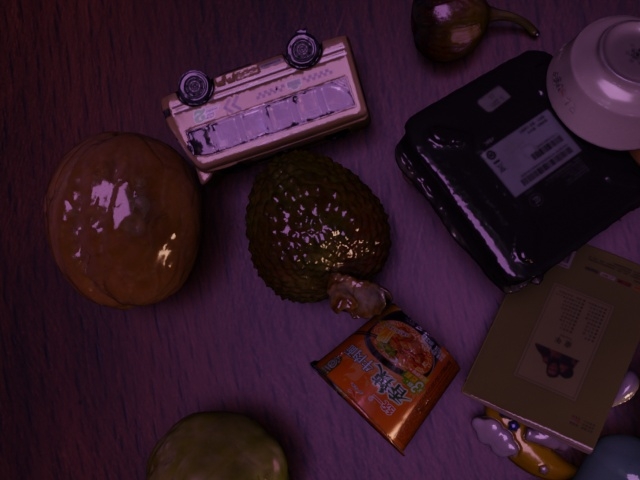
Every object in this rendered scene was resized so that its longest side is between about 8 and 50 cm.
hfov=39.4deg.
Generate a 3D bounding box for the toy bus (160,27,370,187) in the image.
[{"bbox_3d":[-0.097,-0.244,1.658,0.365,0.177,0.202,-18,89,6],"label":"toy bus"}]

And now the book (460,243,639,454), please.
[{"bbox_3d":[0.421,0.162,1.551,0.239,0.035,0.352,24,69,17],"label":"book"}]

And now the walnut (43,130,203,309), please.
[{"bbox_3d":[-0.358,-0.033,1.626,0.332,0.333,0.333,-1,85,8],"label":"walnut"}]

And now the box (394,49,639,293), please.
[{"bbox_3d":[0.349,-0.127,1.532,0.359,0.091,0.350,-33,81,-20],"label":"box"}]

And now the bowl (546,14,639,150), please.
[{"bbox_3d":[0.508,-0.279,1.491,0.237,0.126,0.238,1,69,-2],"label":"bowl"}]

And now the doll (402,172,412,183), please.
[{"bbox_3d":[0.290,-0.136,1.624,0.278,0.119,0.154,9,73,3],"label":"doll"}]

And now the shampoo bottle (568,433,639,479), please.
[{"bbox_3d":[0.458,0.486,1.496,0.221,0.151,0.350,27,100,0],"label":"shampoo bottle"}]

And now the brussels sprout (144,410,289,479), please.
[{"bbox_3d":[-0.188,0.438,1.580,0.242,0.316,0.274,35,71,-21],"label":"brussels sprout"}]

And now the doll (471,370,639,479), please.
[{"bbox_3d":[0.398,0.294,1.570,0.252,0.111,0.237,24,88,13],"label":"doll"}]

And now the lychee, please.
[{"bbox_3d":[-0.003,-0.010,1.579,0.269,0.270,0.320,-7,81,8],"label":"lychee"}]

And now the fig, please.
[{"bbox_3d":[0.289,-0.401,1.643,0.245,0.149,0.149,-1,85,-4],"label":"fig"}]

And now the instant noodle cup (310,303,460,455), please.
[{"bbox_3d":[0.123,0.233,1.571,0.230,0.230,0.182,43,84,9],"label":"instant noodle cup"}]

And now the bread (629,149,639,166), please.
[{"bbox_3d":[0.566,-0.234,1.598,0.217,0.098,0.147,40,88,8],"label":"bread"}]
